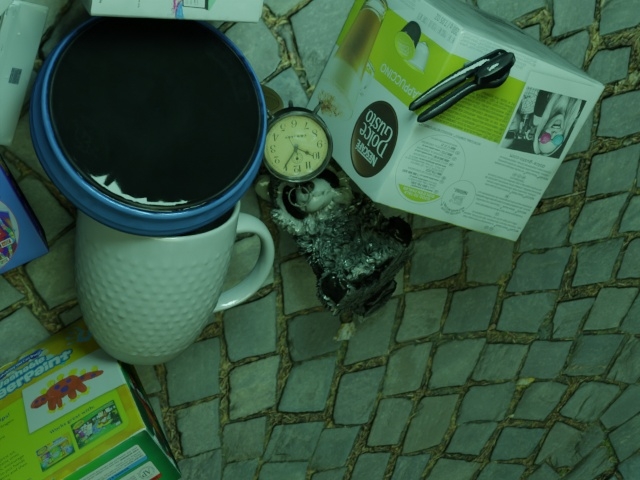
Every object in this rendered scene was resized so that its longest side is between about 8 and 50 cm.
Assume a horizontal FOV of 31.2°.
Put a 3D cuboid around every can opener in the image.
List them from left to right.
[{"bbox_3d":[0.224,-0.250,1.826,0.186,0.059,0.073,-28,154,4],"label":"can opener"}]

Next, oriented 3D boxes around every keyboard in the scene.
[{"bbox_3d":[-0.517,-0.275,1.899,0.072,0.014,0.256,5,118,-35],"label":"keyboard"}]

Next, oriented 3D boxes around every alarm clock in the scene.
[{"bbox_3d":[-0.044,-0.153,2.039,0.129,0.064,0.192,-5,106,-6],"label":"alarm clock"}]

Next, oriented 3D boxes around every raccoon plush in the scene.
[{"bbox_3d":[0.000,0.000,2.277,0.216,0.299,0.446,-34,164,-22],"label":"raccoon plush"}]

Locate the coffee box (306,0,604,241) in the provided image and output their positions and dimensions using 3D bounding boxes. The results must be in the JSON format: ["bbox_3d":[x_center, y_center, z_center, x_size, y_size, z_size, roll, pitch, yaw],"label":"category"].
[{"bbox_3d":[0.225,-0.244,2.076,0.338,0.337,0.334,13,113,-33],"label":"coffee box"}]

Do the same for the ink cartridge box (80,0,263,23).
[{"bbox_3d":[-0.246,-0.434,1.805,0.278,0.201,0.117,-2,121,-26],"label":"ink cartridge box"}]

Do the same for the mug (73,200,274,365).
[{"bbox_3d":[-0.260,0.045,2.068,0.374,0.276,0.328,-5,128,-26],"label":"mug"}]

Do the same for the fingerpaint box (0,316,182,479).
[{"bbox_3d":[-0.523,0.390,2.095,0.445,0.371,0.163,-32,129,-6],"label":"fingerpaint box"}]

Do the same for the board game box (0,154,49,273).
[{"bbox_3d":[-0.637,-0.077,1.913,0.233,0.078,0.347,-25,128,-5],"label":"board game box"}]

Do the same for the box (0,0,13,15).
[{"bbox_3d":[-0.571,-0.377,1.764,0.126,0.072,0.137,-45,130,7],"label":"box"}]

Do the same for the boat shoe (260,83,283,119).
[{"bbox_3d":[-0.211,-0.206,2.041,0.302,0.109,0.098,-17,146,-24],"label":"boat shoe"}]

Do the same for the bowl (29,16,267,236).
[{"bbox_3d":[-0.270,-0.204,1.860,0.391,0.391,0.077,-9,167,-22],"label":"bowl"}]
